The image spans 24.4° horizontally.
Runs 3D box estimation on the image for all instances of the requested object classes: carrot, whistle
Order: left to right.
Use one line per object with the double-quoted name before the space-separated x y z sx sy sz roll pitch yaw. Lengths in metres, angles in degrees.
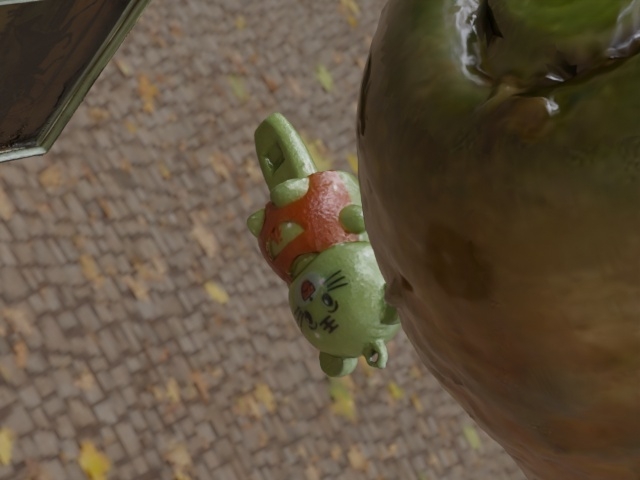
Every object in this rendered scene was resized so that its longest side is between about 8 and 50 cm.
"whistle" 0.000 0.000 1.418 0.106 0.131 0.288 -3 56 -42
"carrot" 0.153 0.012 0.590 0.340 0.224 0.224 53 22 -43

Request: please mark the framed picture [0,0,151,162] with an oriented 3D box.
"framed picture" -0.237 -0.113 1.087 0.197 0.252 0.014 -16 71 -40
